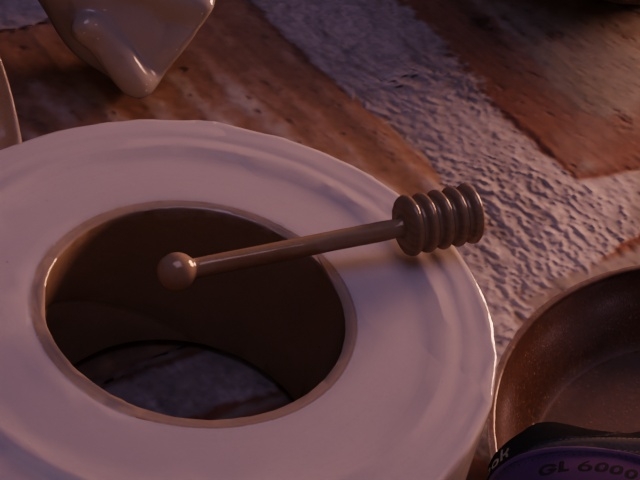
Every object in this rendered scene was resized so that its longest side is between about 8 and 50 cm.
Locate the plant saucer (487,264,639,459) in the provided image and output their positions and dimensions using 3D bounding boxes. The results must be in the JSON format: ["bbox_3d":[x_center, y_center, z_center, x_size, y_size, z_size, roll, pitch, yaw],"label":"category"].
[{"bbox_3d":[0.230,0.131,0.772,0.311,0.050,0.310,7,40,-6],"label":"plant saucer"}]

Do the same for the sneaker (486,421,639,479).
[{"bbox_3d":[0.212,0.118,0.673,0.283,0.107,0.124,4,36,-10],"label":"sneaker"}]

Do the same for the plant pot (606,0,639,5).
[{"bbox_3d":[0.233,-0.252,1.165,0.237,0.109,0.237,6,40,-6],"label":"plant pot"}]

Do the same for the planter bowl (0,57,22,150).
[{"bbox_3d":[-0.240,-0.075,0.825,0.109,0.162,0.162,-16,42,7],"label":"planter bowl"}]

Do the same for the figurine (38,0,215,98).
[{"bbox_3d":[-0.172,-0.213,0.969,0.209,0.092,0.215,30,34,-26],"label":"figurine"}]

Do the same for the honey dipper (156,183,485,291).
[{"bbox_3d":[0.000,0.000,0.728,0.161,0.030,0.030,-10,45,-21],"label":"honey dipper"}]

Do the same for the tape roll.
[{"bbox_3d":[-0.064,0.066,0.735,0.286,0.100,0.286,8,40,-7],"label":"tape roll"}]
